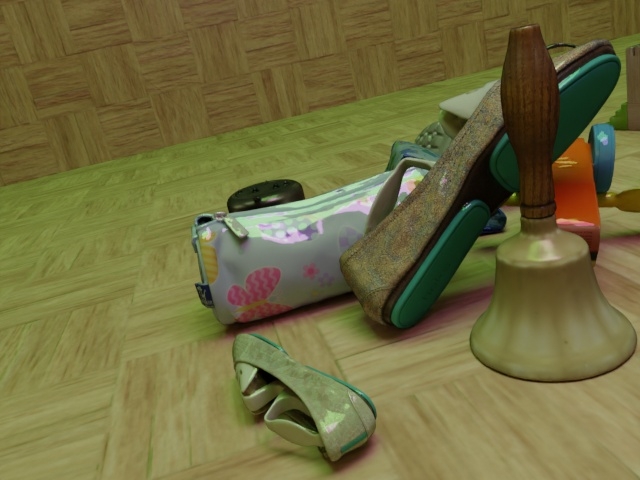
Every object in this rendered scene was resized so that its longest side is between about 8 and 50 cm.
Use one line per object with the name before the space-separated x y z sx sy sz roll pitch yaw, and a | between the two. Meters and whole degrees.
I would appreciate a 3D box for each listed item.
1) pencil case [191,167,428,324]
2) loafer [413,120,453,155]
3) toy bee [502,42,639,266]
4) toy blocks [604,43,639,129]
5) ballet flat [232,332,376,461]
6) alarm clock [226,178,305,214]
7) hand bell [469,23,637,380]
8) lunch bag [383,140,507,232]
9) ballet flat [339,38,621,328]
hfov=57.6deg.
pencil case | 0.000 0.000 0.629 0.273 0.124 0.113 -14 18 -7
loafer | 0.232 -0.125 0.905 0.111 0.112 0.319 22 3 -18
toy bee | 0.275 -0.062 0.641 0.195 0.162 0.298 20 56 32
toy blocks | 0.630 -0.305 0.895 0.190 0.261 0.381 -21 20 -23
ballet flat | -0.031 0.112 0.434 0.052 0.057 0.168 -36 28 -30
alarm clock | -0.089 -0.068 0.988 0.129 0.064 0.192 -11 15 6
hand bell | 0.159 -0.033 0.432 0.126 0.242 0.126 -12 19 4
lunch bag | 0.156 -0.061 0.756 0.151 0.096 0.129 17 19 -4
ballet flat | 0.128 -0.067 0.529 0.316 0.107 0.106 -49 54 3
